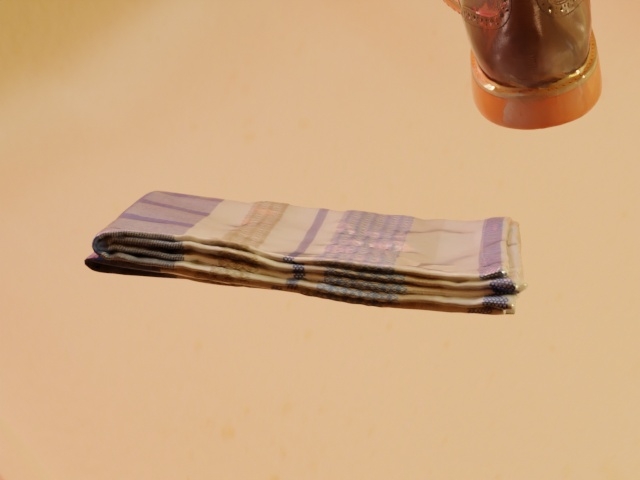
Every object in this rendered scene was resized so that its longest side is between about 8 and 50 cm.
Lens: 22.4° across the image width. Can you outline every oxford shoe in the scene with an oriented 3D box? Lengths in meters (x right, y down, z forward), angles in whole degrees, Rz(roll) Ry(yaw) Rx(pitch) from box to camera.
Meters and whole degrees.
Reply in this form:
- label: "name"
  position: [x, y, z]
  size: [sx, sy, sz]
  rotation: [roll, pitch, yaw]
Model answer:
- label: "oxford shoe"
  position: [0.157, -0.238, 1.299]
  size: [0.130, 0.133, 0.364]
  rotation: [-12, -144, 2]

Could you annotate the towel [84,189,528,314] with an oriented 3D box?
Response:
- label: "towel"
  position: [0.000, 0.000, 1.108]
  size: [0.285, 0.209, 0.034]
  rotation: [6, -77, 6]
